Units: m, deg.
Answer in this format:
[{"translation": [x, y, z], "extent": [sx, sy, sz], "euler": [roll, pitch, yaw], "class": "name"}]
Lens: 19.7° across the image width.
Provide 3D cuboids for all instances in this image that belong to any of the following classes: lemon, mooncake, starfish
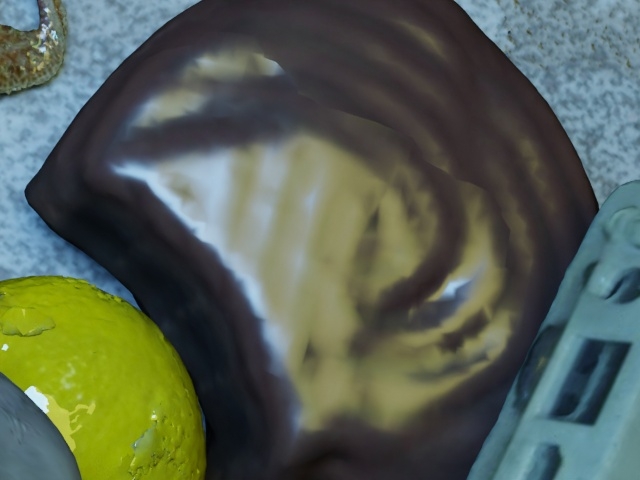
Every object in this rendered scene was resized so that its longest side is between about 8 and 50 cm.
[{"translation": [-0.145, 0.104, 0.938], "extent": [0.173, 0.206, 0.173], "euler": [-7, 43, 6], "class": "lemon"}, {"translation": [0.000, 0.000, 1.049], "extent": [0.333, 0.174, 0.326], "euler": [6, 75, -19], "class": "mooncake"}, {"translation": [-0.228, -0.115, 1.076], "extent": [0.150, 0.053, 0.210], "euler": [24, 63, -25], "class": "starfish"}]

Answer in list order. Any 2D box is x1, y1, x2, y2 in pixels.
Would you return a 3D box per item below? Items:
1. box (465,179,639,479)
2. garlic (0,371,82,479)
[{"translation": [0.205, 0.220, 1.001], "extent": [0.396, 0.111, 0.396], "euler": [49, 59, -36], "class": "box"}, {"translation": [-0.242, 0.129, 0.724], "extent": [0.317, 0.317, 0.259], "euler": [11, 110, -16], "class": "garlic"}]
